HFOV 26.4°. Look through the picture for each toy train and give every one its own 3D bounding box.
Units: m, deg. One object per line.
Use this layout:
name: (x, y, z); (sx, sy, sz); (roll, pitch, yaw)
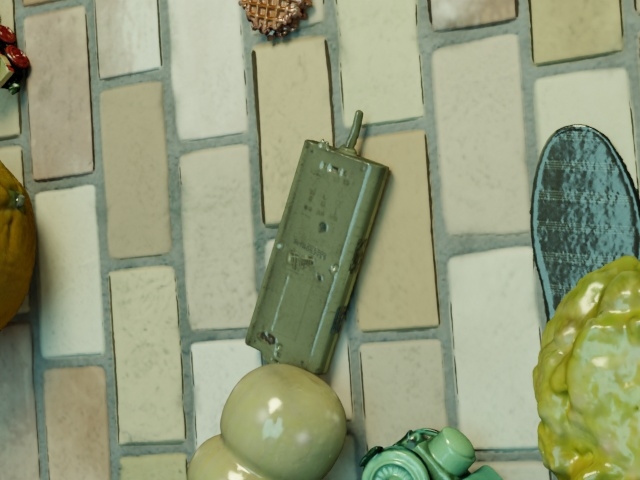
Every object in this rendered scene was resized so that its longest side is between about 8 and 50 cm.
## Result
toy train: (-0.387, -0.223, 1.531); (0.050, 0.087, 0.138); (-42, 69, 25)
toy train: (0.087, 0.275, 1.251); (0.163, 0.112, 0.203); (46, 111, 14)

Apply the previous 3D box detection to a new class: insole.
insole: (0.235, 0.050, 1.227); (0.110, 0.012, 0.309); (3, 90, 27)

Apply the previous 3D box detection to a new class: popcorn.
popcorn: (0.284, 0.128, 1.087); (0.259, 0.212, 0.259); (3, 94, 40)

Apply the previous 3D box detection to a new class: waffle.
waffle: (-0.046, -0.246, 1.378); (0.075, 0.029, 0.083); (-31, 78, 27)

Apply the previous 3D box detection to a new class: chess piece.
chess piece: (-0.076, 0.259, 1.318); (0.167, 0.167, 0.299); (32, 100, 26)

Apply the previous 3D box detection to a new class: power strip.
power strip: (0.000, 0.000, 1.343); (0.092, 0.034, 0.268); (21, 99, 28)

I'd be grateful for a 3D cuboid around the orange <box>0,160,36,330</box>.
orange: (-0.426, 0.007, 1.456); (0.264, 0.264, 0.264); (-1, 88, 29)
